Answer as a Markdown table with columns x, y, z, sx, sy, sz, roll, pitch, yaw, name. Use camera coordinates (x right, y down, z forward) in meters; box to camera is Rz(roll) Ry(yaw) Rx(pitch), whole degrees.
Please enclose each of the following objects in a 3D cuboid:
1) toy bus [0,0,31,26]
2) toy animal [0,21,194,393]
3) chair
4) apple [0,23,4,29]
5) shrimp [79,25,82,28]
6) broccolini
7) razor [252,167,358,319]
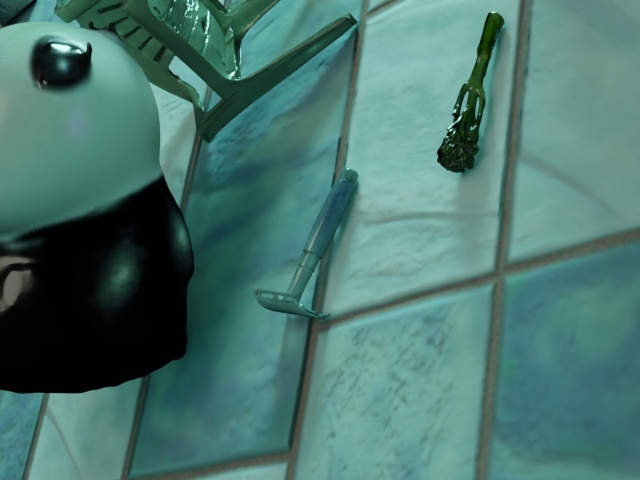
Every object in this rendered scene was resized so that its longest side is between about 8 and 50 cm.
| x | y | z | sx | sy | sz | roll | pitch | yaw | name |
| --- | --- | --- | --- | --- | --- | --- | --- | --- | --- |
| -0.552 | -0.378 | 2.001 | 0.342 | 0.097 | 0.138 | -23 | 52 | 44 | toy bus |
| -0.234 | -0.040 | 1.145 | 0.251 | 0.251 | 0.310 | 26 | 119 | 56 | toy animal |
| -0.129 | -0.229 | 1.255 | 0.274 | 0.203 | 0.190 | -36 | 30 | 22 | chair |
| -0.528 | -0.197 | 1.669 | 0.306 | 0.305 | 0.235 | 25 | 120 | 56 | apple |
| -0.303 | -0.293 | 1.680 | 0.108 | 0.023 | 0.059 | -59 | 24 | 7 | shrimp |
| 0.119 | -0.115 | 0.995 | 0.035 | 0.030 | 0.140 | 104 | -177 | -67 | broccolini |
| 0.000 | 0.000 | 1.065 | 0.068 | 0.040 | 0.135 | 5 | 65 | 53 | razor |
